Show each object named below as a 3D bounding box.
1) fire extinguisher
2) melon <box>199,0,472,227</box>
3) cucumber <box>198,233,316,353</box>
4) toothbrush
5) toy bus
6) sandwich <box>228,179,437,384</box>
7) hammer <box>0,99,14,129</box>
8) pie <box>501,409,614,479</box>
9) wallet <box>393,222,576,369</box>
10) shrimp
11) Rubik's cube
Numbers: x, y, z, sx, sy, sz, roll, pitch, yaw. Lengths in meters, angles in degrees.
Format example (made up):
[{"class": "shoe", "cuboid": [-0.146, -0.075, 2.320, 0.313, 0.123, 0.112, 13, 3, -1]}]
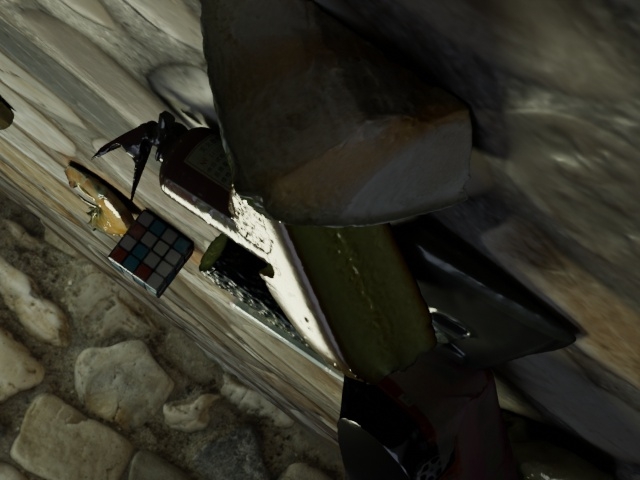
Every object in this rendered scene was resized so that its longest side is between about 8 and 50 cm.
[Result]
[{"class": "fire extinguisher", "cuboid": [-0.101, -0.039, 1.056, 0.252, 0.106, 0.075, 33, -172, 14]}, {"class": "melon", "cuboid": [-0.006, -0.070, 0.667, 0.202, 0.139, 0.093, 38, 146, 1]}, {"class": "cucumber", "cuboid": [-0.020, 0.096, 1.468, 0.294, 0.067, 0.067, 37, 169, -16]}, {"class": "toothbrush", "cuboid": [-0.004, 0.190, 1.890, 0.342, 0.025, 0.030, 34, 164, 10]}, {"class": "toy bus", "cuboid": [0.113, 0.227, 1.210, 0.127, 0.147, 0.302, 38, 155, 41]}, {"class": "sandwich", "cuboid": [0.000, 0.000, 0.872, 0.088, 0.090, 0.244, 28, 149, 53]}, {"class": "hammer", "cuboid": [-0.533, -0.271, 1.554, 0.168, 0.044, 0.440, 32, 168, 27]}, {"class": "pie", "cuboid": [0.302, 0.310, 1.350, 0.337, 0.075, 0.337, 38, 169, 9]}, {"class": "wallet", "cuboid": [0.103, 0.053, 0.991, 0.169, 0.052, 0.245, 34, 166, -5]}, {"class": "shrimp", "cuboid": [-0.358, -0.062, 1.883, 0.143, 0.052, 0.251, 49, 159, -8]}, {"class": "Rubik's cube", "cuboid": [-0.254, 0.021, 1.776, 0.092, 0.092, 0.092, 36, 169, 0]}]
